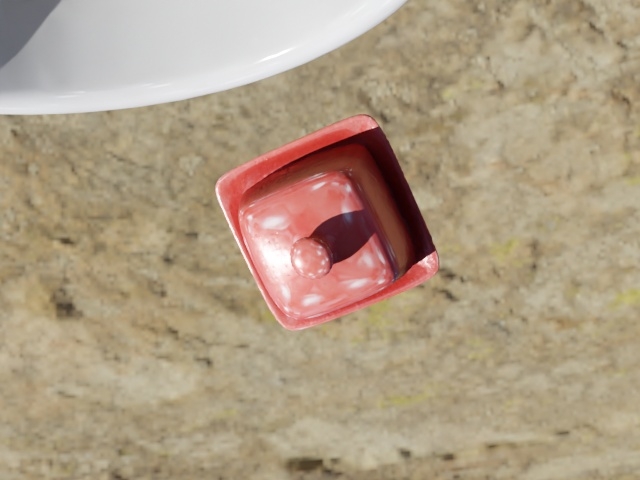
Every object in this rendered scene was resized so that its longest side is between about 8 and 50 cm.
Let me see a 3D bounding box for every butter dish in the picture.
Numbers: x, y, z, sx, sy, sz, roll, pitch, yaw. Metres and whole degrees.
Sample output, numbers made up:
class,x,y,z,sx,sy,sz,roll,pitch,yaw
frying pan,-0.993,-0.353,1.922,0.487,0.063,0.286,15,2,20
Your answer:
class,x,y,z,sx,sy,sz,roll,pitch,yaw
butter dish,0.000,0.000,0.959,0.160,0.160,0.118,-22,-167,14

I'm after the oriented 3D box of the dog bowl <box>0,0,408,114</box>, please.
class,x,y,z,sx,sy,sz,roll,pitch,yaw
dog bowl,-0.103,-0.145,0.411,0.349,0.102,0.349,-7,165,-2
